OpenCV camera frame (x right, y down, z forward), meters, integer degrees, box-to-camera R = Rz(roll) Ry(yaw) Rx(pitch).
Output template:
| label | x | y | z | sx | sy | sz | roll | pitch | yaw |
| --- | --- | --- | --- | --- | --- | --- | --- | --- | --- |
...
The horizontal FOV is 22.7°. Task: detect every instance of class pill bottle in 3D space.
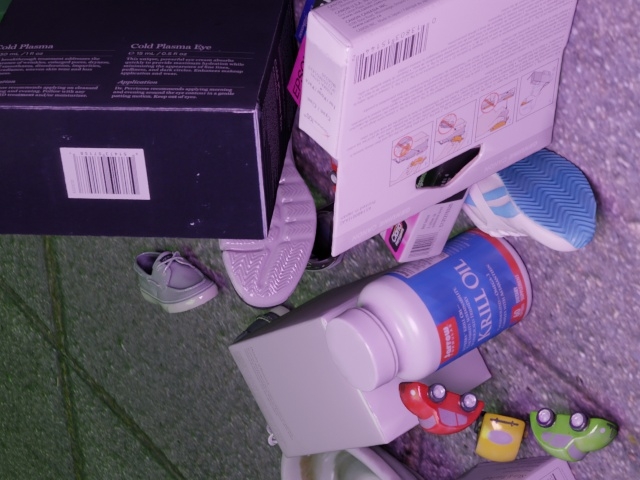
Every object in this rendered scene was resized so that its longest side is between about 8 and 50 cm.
| label | x | y | z | sx | sy | sz | roll | pitch | yaw |
| --- | --- | --- | --- | --- | --- | --- | --- | --- | --- |
| pill bottle | 0.119 | 0.082 | 1.791 | 0.124 | 0.221 | 0.124 | 40 | 145 | 35 |

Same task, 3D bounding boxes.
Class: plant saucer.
| label | x | y | z | sx | sy | sz | roll | pitch | yaw |
| --- | --- | --- | --- | --- | --- | --- | --- | --- | --- |
| plant saucer | 0.100 | 0.421 | 2.248 | 0.400 | 0.100 | 0.400 | 38 | 143 | 36 |

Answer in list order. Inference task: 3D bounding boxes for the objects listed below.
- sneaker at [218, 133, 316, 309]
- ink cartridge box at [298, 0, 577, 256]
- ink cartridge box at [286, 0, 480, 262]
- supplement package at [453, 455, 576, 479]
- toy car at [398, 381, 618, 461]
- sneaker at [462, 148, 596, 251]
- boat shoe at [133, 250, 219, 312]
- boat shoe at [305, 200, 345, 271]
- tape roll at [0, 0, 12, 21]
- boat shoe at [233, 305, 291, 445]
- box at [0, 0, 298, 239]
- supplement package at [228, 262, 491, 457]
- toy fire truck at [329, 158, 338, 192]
| label | x | y | z | sx | sy | sz | roll | pitch | yaw |
| --- | --- | --- | --- | --- | --- | --- | --- | --- | --- |
| sneaker | -0.081 | -0.044 | 2.079 | 0.180 | 0.124 | 0.321 | 112 | 158 | -65 |
| ink cartridge box | 0.113 | -0.150 | 1.517 | 0.066 | 0.296 | 0.261 | 44 | 147 | 32 |
| ink cartridge box | 0.051 | -0.169 | 1.762 | 0.371 | 0.069 | 0.176 | 61 | 147 | 34 |
| supplement package | 0.187 | 0.409 | 1.920 | 0.198 | 0.262 | 0.199 | 63 | 151 | -2 |
| toy car | 0.228 | 0.218 | 1.819 | 0.225 | 0.053 | 0.239 | 3 | 163 | 36 |
| sneaker | 0.211 | -0.044 | 1.683 | 0.228 | 0.087 | 0.092 | 42 | 150 | 48 |
| boat shoe | -0.237 | 0.058 | 2.516 | 0.227 | 0.079 | 0.081 | 10 | 127 | 60 |
| boat shoe | 0.000 | 0.000 | 2.072 | 0.080 | 0.076 | 0.228 | 63 | 152 | 0 |
| tape roll | -0.493 | -0.408 | 2.276 | 0.321 | 0.321 | 0.077 | 49 | 149 | 24 |
| boat shoe | -0.053 | 0.253 | 2.357 | 0.116 | 0.099 | 0.319 | 20 | 131 | 50 |
| box | -0.212 | -0.161 | 1.867 | 0.343 | 0.312 | 0.179 | 2 | 127 | 7 |
| supplement package | 0.043 | 0.154 | 2.028 | 0.175 | 0.177 | 0.293 | 63 | 153 | -2 |
| toy fire truck | 0.065 | -0.115 | 1.894 | 0.135 | 0.047 | 0.192 | 35 | 141 | 42 |
